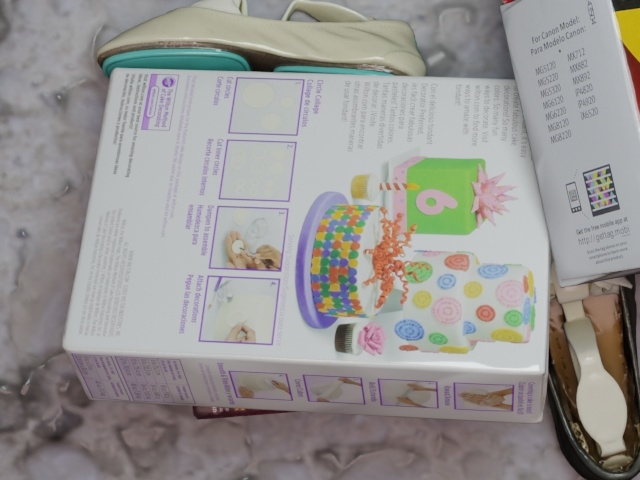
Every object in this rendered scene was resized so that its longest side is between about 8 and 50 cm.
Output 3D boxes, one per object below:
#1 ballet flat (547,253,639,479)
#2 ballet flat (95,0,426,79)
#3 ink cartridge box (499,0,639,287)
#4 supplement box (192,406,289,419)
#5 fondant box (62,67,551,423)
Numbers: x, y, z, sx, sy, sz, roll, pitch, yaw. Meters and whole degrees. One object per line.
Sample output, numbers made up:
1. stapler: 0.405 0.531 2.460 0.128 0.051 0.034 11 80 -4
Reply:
1. ballet flat: 0.202 0.056 1.311 0.095 0.096 0.280 -17 96 5
2. ballet flat: -0.043 -0.149 1.309 0.249 0.086 0.086 6 97 -1
3. ink cartridge box: 0.292 -0.130 1.187 0.310 0.130 0.271 -11 86 -27
4. supplement box: -0.004 0.081 1.316 0.188 0.104 0.080 -5 96 2
5. fondant box: 0.000 0.000 1.235 0.330 0.096 0.238 2 60 8
